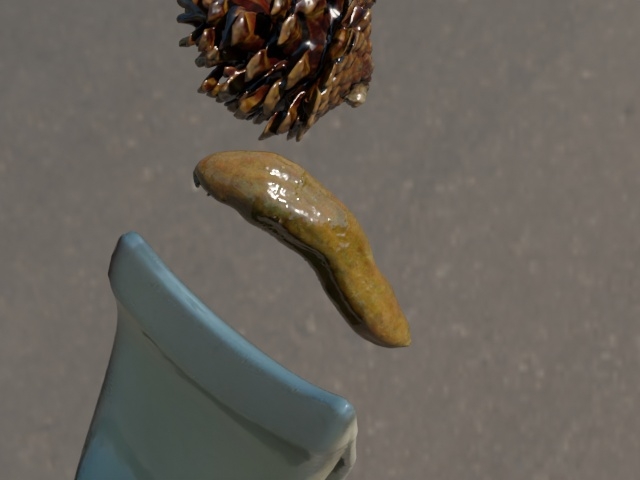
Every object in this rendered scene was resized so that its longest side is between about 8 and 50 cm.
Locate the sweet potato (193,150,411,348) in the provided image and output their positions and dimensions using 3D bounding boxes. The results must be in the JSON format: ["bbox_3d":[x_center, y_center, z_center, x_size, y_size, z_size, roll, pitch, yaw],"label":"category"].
[{"bbox_3d":[0.001,0.000,1.256,0.182,0.053,0.054,45,57,-13],"label":"sweet potato"}]

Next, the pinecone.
[{"bbox_3d":[-0.036,-0.162,1.596,0.173,0.173,0.173,-4,44,3],"label":"pinecone"}]

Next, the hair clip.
[{"bbox_3d":[-0.071,0.127,1.202,0.172,0.282,0.113,37,36,15],"label":"hair clip"}]
